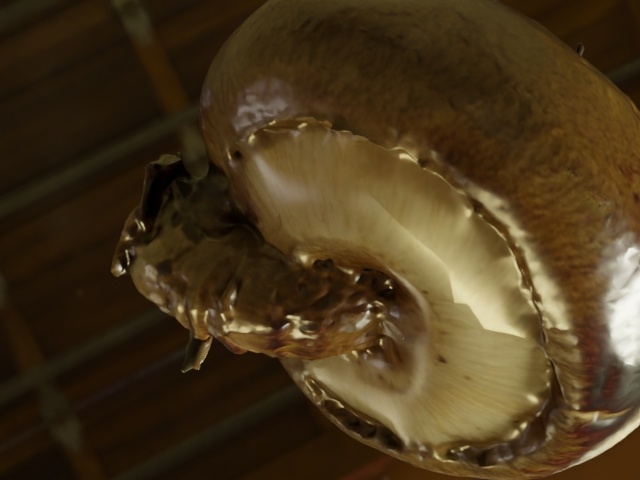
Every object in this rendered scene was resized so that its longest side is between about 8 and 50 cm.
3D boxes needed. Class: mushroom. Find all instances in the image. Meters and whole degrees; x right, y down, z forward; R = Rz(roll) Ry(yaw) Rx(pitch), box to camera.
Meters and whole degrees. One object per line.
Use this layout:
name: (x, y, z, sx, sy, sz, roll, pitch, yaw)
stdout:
mushroom: (0.048, -0.003, 0.926, 0.278, 0.297, 0.163, 11, -130, 13)
